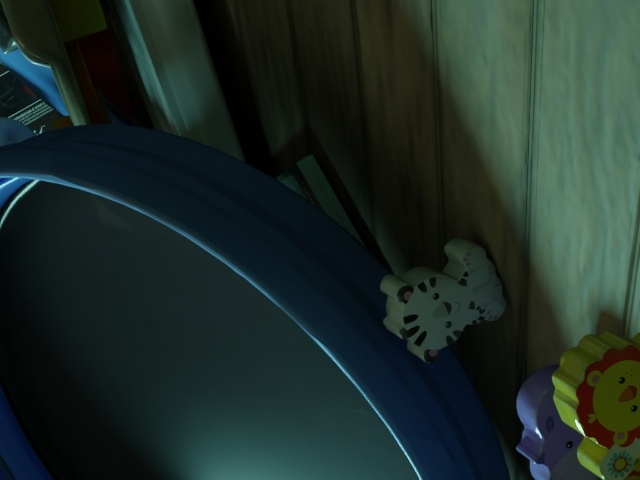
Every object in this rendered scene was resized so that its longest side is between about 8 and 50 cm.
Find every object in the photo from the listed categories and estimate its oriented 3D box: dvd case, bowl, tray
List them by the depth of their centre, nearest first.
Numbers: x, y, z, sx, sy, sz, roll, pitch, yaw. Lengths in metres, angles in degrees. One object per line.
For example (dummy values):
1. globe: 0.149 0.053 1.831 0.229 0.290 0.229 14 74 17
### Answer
1. bowl: -0.072 0.114 0.917 0.391 0.077 0.391 22 133 25
2. dvd case: 0.000 0.000 0.963 0.087 0.013 0.119 60 168 -1
3. tray: -0.095 -0.120 0.992 0.145 0.030 0.270 56 167 46

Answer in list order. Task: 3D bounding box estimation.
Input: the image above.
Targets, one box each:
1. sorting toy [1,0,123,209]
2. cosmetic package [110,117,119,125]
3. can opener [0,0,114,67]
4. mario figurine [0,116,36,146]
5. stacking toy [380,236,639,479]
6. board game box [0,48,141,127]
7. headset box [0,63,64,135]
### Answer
1. sorting toy: -0.156 -0.151 1.023 0.196 0.047 0.348 74 176 -72
2. cosmetic package: -0.106 -0.011 1.119 0.099 0.060 0.239 44 180 -28
3. can opener: -0.229 -0.235 1.229 0.283 0.076 0.095 55 133 21
4. mario figurine: -0.203 0.020 1.376 0.198 0.170 0.320 24 171 2
5. stacking toy: 0.112 0.111 0.711 0.221 0.052 0.167 65 166 -22
6. board game box: -0.168 -0.112 1.264 0.168 0.033 0.133 30 168 22
7. headset box: -0.350 -0.229 1.531 0.218 0.110 0.293 46 161 44
